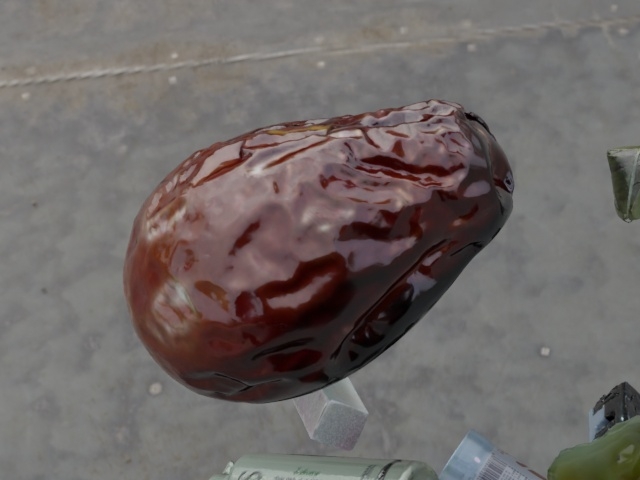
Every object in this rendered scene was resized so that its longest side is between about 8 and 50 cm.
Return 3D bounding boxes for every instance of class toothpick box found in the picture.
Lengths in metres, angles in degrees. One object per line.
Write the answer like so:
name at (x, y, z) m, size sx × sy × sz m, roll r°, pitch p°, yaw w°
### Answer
toothpick box at (0.214, 0.300, 1.117) m, size 0.153 × 0.101 × 0.101 m, roll 33°, pitch 61°, yaw 16°

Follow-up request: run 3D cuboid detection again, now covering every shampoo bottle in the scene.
shampoo bottle at (-0.011, 0.256, 0.961) m, size 0.263 × 0.085 × 0.085 m, roll -6°, pitch 45°, yaw 36°

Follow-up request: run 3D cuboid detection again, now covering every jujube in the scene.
jujube at (0.000, 0.000, 0.575) m, size 0.237 × 0.168 × 0.168 m, roll -26°, pitch 50°, yaw 13°

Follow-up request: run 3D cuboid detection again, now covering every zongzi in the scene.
zongzi at (0.463, -0.081, 1.338) m, size 0.119 × 0.109 × 0.055 m, roll -4°, pitch 5°, yaw 36°

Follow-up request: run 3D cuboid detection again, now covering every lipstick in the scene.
lipstick at (-0.006, 0.210, 1.443) m, size 0.068 × 0.066 × 0.317 m, roll 22°, pitch 8°, yaw -16°

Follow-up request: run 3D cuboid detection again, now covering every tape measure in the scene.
tape measure at (0.457, 0.311, 1.348) m, size 0.182 × 0.107 × 0.181 m, roll 43°, pitch 29°, yaw 4°

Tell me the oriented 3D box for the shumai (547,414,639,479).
shumai at (0.059, 0.240, 0.298) m, size 0.395 × 0.395 × 0.348 m, roll -31°, pitch 80°, yaw -17°
